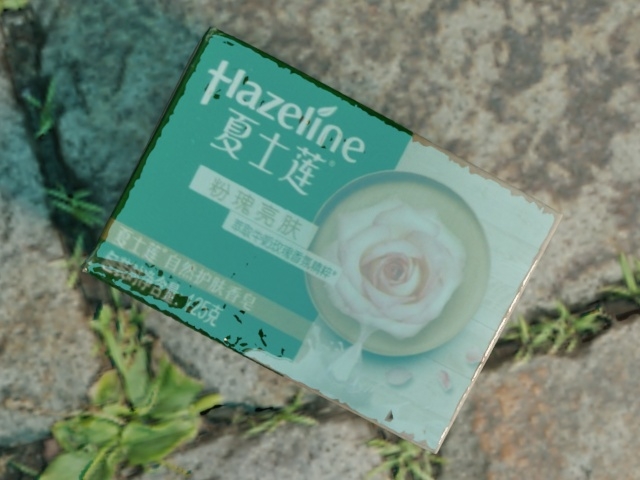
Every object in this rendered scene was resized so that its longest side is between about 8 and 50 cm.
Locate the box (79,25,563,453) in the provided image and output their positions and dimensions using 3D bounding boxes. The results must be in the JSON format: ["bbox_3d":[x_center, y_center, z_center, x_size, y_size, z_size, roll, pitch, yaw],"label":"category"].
[{"bbox_3d":[0.000,0.000,0.555,0.199,0.081,0.135,27,91,-6],"label":"box"}]
